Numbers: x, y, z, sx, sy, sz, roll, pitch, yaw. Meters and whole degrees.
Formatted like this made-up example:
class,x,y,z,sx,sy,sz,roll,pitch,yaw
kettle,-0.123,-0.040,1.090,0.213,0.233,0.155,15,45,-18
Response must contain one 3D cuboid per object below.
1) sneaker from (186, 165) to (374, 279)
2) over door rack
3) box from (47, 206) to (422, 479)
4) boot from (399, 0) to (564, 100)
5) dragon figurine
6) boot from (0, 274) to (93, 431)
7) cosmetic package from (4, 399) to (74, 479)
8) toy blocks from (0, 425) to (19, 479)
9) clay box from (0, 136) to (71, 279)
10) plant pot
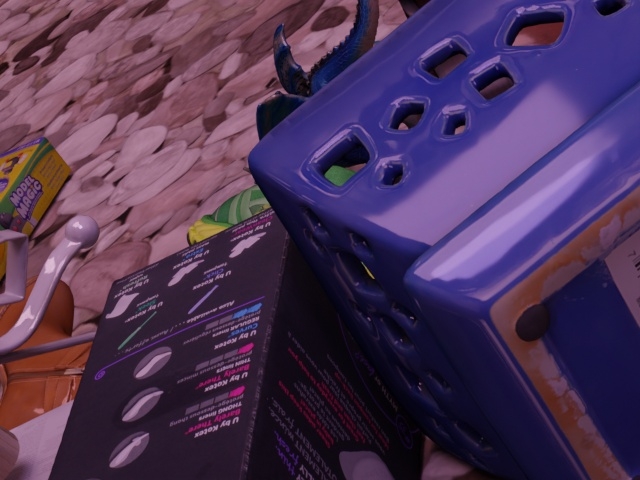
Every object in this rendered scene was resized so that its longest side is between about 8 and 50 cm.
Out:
class,x,y,z,sx,sy,sz,roll,pitch,yaw
sneaker,0.000,0.000,1.235,0.123,0.109,0.295,-45,26,-11
over door rack,-0.224,0.013,1.186,0.239,0.324,0.108,16,94,31
box,-0.044,0.128,0.999,0.143,0.165,0.270,-25,27,20
boot,0.206,-0.210,1.370,0.280,0.096,0.264,-29,19,5
dragon figurine,-0.002,-0.107,1.321,0.144,0.289,0.085,6,62,15
boot,-0.190,0.094,1.356,0.152,0.073,0.197,-19,42,34
cosmetic package,-0.220,0.188,1.235,0.239,0.060,0.099,-26,27,20
toy blocks,-0.397,0.211,1.100,0.309,0.260,0.289,-19,49,29
clay box,-0.345,-0.004,1.732,0.127,0.053,0.222,-19,29,32
plant pot,0.136,0.001,0.934,0.236,0.236,0.212,-37,31,-6
